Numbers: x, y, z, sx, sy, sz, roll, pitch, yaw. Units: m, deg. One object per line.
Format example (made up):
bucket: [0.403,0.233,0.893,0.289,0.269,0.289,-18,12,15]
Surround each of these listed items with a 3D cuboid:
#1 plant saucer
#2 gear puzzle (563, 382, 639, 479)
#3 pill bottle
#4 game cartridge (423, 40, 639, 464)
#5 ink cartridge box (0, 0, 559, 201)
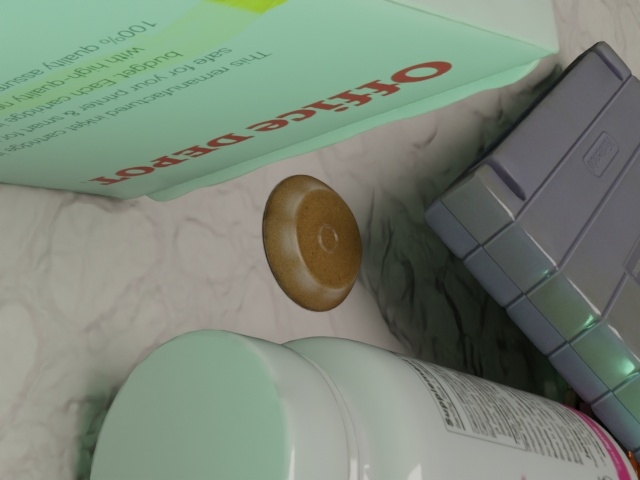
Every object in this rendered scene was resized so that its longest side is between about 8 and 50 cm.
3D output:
plant saucer: [0.000,0.000,0.900,0.083,0.015,0.083,17,66,-45]
gear puzzle: [0.215,0.103,1.049,0.339,0.044,0.175,-70,146,-52]
pill bottle: [0.031,0.139,0.783,0.283,0.160,0.160,20,65,-44]
game cartridge: [0.206,0.003,1.006,0.230,0.068,0.355,53,29,-2]
ink cartridge box: [-0.133,-0.134,0.583,0.385,0.279,0.160,7,73,-49]
